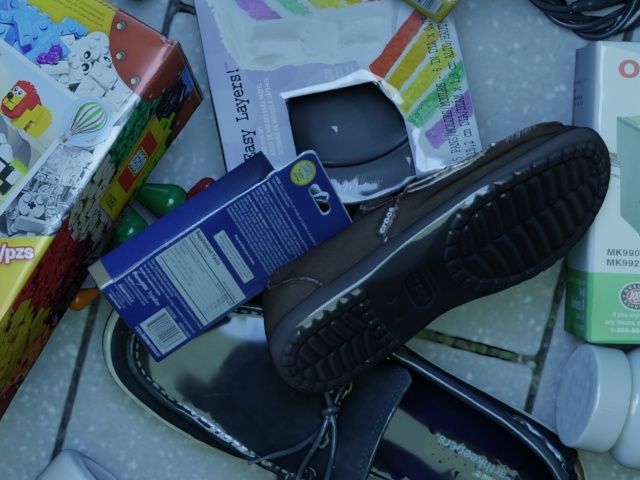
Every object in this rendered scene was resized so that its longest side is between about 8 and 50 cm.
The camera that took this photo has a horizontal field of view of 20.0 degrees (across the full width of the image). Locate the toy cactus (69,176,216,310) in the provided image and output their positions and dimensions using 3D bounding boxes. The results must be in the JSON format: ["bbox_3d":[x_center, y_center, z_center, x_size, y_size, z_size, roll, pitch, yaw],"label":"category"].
[{"bbox_3d":[-0.193,-0.031,1.728,0.219,0.112,0.180,-18,63,-13],"label":"toy cactus"}]

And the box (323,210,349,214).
[{"bbox_3d":[0.000,0.000,1.761,0.062,0.083,0.052,-9,92,-2],"label":"box"}]

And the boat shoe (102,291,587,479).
[{"bbox_3d":[0.029,0.167,1.734,0.500,0.156,0.186,25,93,-1],"label":"boat shoe"}]

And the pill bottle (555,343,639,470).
[{"bbox_3d":[0.346,0.167,1.742,0.221,0.121,0.121,12,92,-13],"label":"pill bottle"}]

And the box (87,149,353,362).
[{"bbox_3d":[-0.086,0.007,1.651,0.225,0.136,0.036,-33,52,-3],"label":"box"}]

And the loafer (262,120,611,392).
[{"bbox_3d":[0.094,-0.011,1.649,0.366,0.130,0.134,-29,133,-10],"label":"loafer"}]

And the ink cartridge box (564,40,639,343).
[{"bbox_3d":[0.351,-0.047,1.751,0.211,0.121,0.289,1,92,-1],"label":"ink cartridge box"}]

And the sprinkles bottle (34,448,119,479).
[{"bbox_3d":[-0.317,0.367,1.745,0.121,0.121,0.355,42,91,-3],"label":"sprinkles bottle"}]

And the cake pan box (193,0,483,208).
[{"bbox_3d":[0.014,-0.158,1.741,0.246,0.070,0.267,-10,80,1],"label":"cake pan box"}]

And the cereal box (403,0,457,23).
[{"bbox_3d":[0.099,-0.343,1.721,0.173,0.047,0.240,33,62,-3],"label":"cereal box"}]

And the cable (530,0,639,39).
[{"bbox_3d":[0.258,-0.281,1.762,0.184,0.047,0.150,28,105,-26],"label":"cable"}]

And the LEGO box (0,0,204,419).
[{"bbox_3d":[-0.416,-0.114,1.599,0.500,0.193,0.372,29,82,9],"label":"LEGO box"}]
